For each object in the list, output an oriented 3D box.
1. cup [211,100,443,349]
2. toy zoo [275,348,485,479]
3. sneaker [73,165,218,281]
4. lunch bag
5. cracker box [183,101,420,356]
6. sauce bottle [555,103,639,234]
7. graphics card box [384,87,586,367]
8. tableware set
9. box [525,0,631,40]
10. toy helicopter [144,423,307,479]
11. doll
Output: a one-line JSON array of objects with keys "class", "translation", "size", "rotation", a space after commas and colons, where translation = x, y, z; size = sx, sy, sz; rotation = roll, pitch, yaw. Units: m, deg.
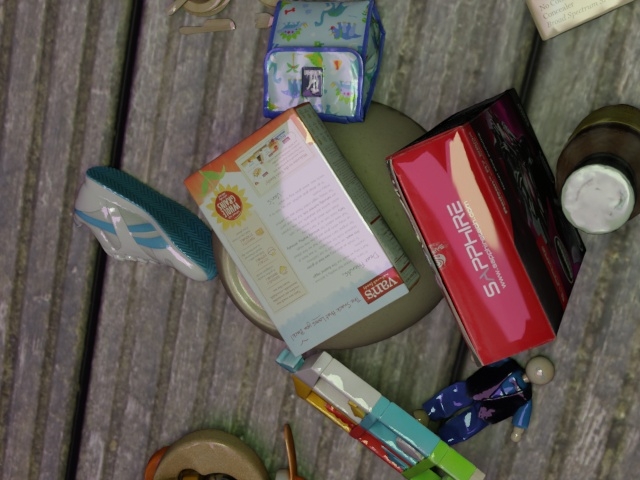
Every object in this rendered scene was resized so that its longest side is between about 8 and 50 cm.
[{"class": "cup", "translation": [0.000, 0.000, 1.399], "size": [0.331, 0.237, 0.331], "rotation": [4, 104, 15]}, {"class": "toy zoo", "translation": [0.066, 0.233, 1.471], "size": [0.293, 0.192, 0.030], "rotation": [37, 72, 6]}, {"class": "sneaker", "translation": [-0.234, -0.008, 1.553], "size": [0.229, 0.087, 0.092], "rotation": [34, 117, 14]}, {"class": "lunch bag", "translation": [0.002, -0.215, 1.394], "size": [0.129, 0.096, 0.151], "rotation": [4, 70, 17]}, {"class": "cracker box", "translation": [-0.020, -0.011, 1.240], "size": [0.156, 0.067, 0.232], "rotation": [-31, 92, 21]}, {"class": "sauce bottle", "translation": [0.311, -0.079, 1.231], "size": [0.111, 0.344, 0.111], "rotation": [4, 103, 18]}, {"class": "graphics card box", "translation": [0.197, -0.031, 1.262], "size": [0.094, 0.371, 0.232], "rotation": [-24, 94, 20]}, {"class": "tableware set", "translation": [-0.106, -0.334, 1.455], "size": [0.194, 0.039, 0.128], "rotation": [-1, 102, 17]}, {"class": "box", "translation": [0.260, -0.398, 1.288], "size": [0.148, 0.121, 0.311], "rotation": [-24, 95, 21]}, {"class": "toy helicopter", "translation": [-0.085, 0.411, 1.601], "size": [0.235, 0.140, 0.355], "rotation": [-31, 104, 12]}, {"class": "doll", "translation": [0.221, 0.208, 1.484], "size": [0.189, 0.046, 0.129], "rotation": [-33, 83, 14]}]
